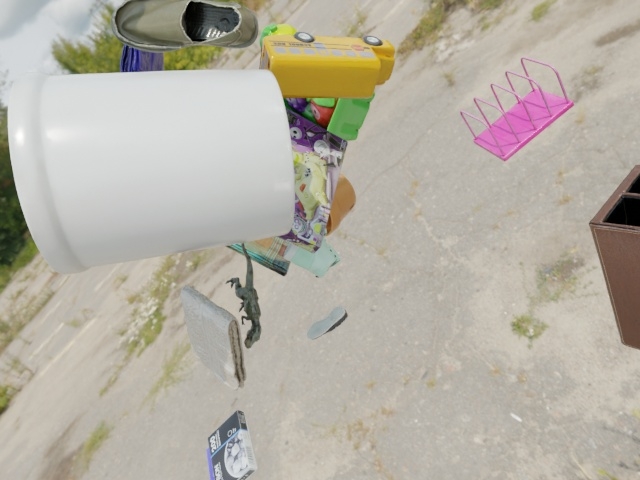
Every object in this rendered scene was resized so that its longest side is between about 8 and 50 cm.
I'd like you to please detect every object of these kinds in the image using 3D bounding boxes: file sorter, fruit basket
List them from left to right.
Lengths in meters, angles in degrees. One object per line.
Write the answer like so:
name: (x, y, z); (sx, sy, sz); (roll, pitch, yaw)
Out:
fruit basket: (-0.056, -0.496, 1.422); (0.392, 0.391, 0.283); (-113, 42, -60)
file sorter: (0.674, -0.468, 1.579); (0.290, 0.182, 0.202); (-40, 33, 9)

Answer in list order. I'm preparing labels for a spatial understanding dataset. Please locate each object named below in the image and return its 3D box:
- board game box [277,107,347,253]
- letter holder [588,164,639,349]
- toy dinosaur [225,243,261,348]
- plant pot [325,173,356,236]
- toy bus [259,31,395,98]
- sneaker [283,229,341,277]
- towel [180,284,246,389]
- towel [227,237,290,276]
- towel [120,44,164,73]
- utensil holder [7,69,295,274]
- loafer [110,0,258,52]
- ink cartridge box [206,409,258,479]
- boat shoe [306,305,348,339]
board game box: (-0.058, -0.159, 1.119); (0.056, 0.208, 0.347); (132, 156, -56)
letter holder: (0.590, 0.054, 0.694); (0.152, 0.302, 0.214); (-43, 30, -17)
toy dinosaur: (-0.198, 0.144, 1.190); (0.118, 0.063, 0.269); (-13, 85, 58)
plant pot: (0.031, -0.193, 2.130); (0.203, 0.291, 0.290); (-34, 20, -26)
toy bus: (0.024, -0.412, 1.068); (0.108, 0.332, 0.130); (106, 151, -46)
sneaker: (0.000, 0.001, 1.340); (0.094, 0.151, 0.256); (-43, 16, 47)
towel: (-0.273, 0.256, 1.142); (0.187, 0.283, 0.049); (26, 44, 29)
towel: (-0.261, -0.021, 1.553); (0.040, 0.370, 0.271); (-60, 7, 19)
towel: (-0.633, -0.662, 1.634); (0.308, 0.076, 0.228); (-148, 63, -85)
utensil holder: (-0.265, -0.133, 0.788); (0.385, 0.328, 0.328); (-9, 24, -14)
loafer: (-0.234, -0.374, 0.757); (0.250, 0.095, 0.087); (-3, 12, -1)
ink cartridge box: (-0.293, 0.677, 1.396); (0.208, 0.045, 0.206); (-47, 37, 12)
boat shoe: (0.020, 0.228, 1.210); (0.125, 0.038, 0.046); (-41, 44, -4)
